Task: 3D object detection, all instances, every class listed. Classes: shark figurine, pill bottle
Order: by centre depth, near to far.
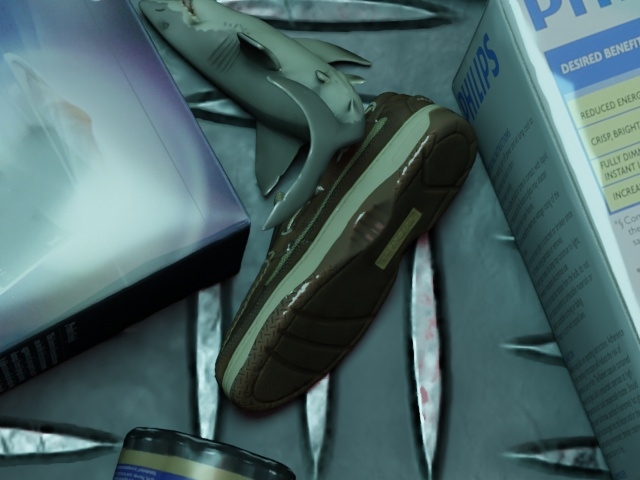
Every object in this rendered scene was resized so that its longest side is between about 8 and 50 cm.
[{"bbox_3d":[-0.101,0.244,1.246,0.123,0.123,0.219,16,77,-2],"label":"pill bottle"},{"bbox_3d":[-0.022,-0.078,1.308,0.166,0.278,0.116,14,108,-30],"label":"shark figurine"}]

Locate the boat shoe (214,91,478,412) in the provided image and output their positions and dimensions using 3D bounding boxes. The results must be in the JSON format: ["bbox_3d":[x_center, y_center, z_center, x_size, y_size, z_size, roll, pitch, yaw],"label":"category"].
[{"bbox_3d":[0.004,0.004,1.337,0.095,0.095,0.257,34,81,38],"label":"boat shoe"}]

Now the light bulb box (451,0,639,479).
[{"bbox_3d":[0.326,-0.036,1.292,0.358,0.225,0.361,-19,80,-8],"label":"light bulb box"}]

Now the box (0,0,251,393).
[{"bbox_3d":[-0.244,-0.055,1.268,0.294,0.183,0.296,-28,82,-12],"label":"box"}]
